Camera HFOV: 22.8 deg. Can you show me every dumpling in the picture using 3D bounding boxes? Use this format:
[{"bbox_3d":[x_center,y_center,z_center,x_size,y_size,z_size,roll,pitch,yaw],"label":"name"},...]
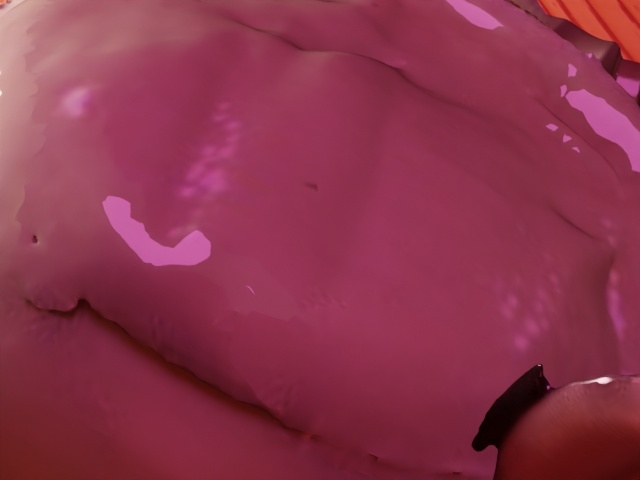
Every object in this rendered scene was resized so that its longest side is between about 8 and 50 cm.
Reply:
[{"bbox_3d":[0.000,0.000,0.619,0.395,0.233,0.316,25,68,11],"label":"dumpling"}]

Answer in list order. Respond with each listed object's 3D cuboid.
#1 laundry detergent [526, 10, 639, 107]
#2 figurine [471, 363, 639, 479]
[{"bbox_3d":[0.076,-0.071,0.872,0.237,0.076,0.171,16,40,13],"label":"laundry detergent"},{"bbox_3d":[0.253,0.079,0.507,0.361,0.253,0.211,-16,77,-27],"label":"figurine"}]
